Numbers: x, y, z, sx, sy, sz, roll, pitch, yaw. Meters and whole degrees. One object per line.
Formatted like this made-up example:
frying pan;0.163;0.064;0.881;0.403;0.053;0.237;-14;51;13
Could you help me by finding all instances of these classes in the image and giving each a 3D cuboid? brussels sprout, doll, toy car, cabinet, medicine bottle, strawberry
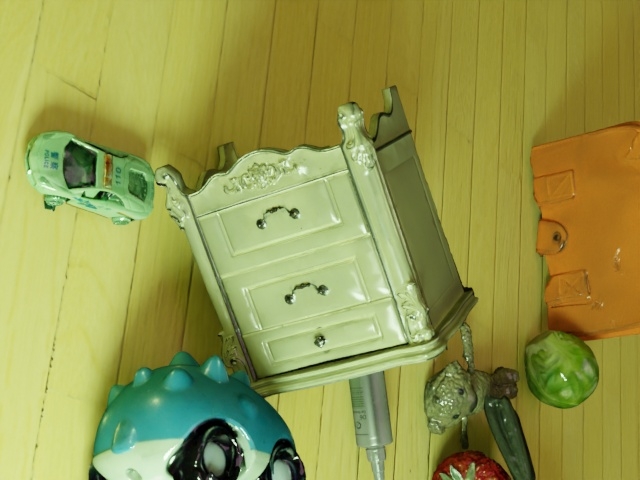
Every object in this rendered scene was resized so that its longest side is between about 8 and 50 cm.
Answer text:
brussels sprout;0.462;0.248;2.132;0.117;0.155;0.155;-30;106;-51
doll;0.268;0.272;1.924;0.202;0.091;0.286;-63;147;-15
toy car;-0.142;0.227;1.287;0.255;0.189;0.190;29;51;-46
cabinet;0.000;0.000;1.416;0.227;0.290;0.317;-37;110;-65
medicine bottle;0.078;0.274;1.677;0.058;0.058;0.199;-2;84;-54
toy car;-0.264;-0.073;1.301;0.186;0.058;0.093;19;67;-52
strawberry;0.253;0.396;1.821;0.148;0.131;0.131;-42;115;-49

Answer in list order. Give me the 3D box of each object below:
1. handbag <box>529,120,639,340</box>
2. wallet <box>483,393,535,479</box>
handbag;0.576;-0.015;2.213;0.116;0.304;0.409;11;72;-51
wallet;0.330;0.362;1.885;0.245;0.052;0.168;62;9;-64
